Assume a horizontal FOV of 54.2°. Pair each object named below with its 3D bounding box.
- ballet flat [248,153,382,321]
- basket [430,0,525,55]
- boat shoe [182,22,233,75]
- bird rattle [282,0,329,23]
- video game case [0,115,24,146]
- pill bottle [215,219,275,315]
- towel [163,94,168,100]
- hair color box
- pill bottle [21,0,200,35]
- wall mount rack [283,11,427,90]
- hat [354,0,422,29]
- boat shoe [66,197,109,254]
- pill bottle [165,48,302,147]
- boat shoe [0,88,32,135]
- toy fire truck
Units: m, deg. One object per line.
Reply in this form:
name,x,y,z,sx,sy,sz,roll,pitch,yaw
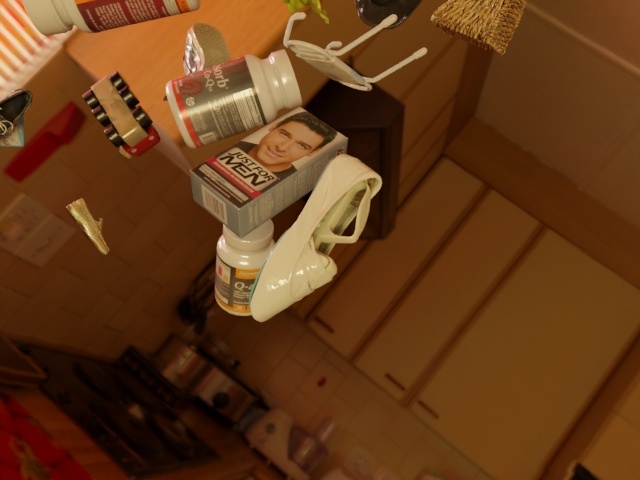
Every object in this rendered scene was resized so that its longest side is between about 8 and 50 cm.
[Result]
ballet flat,0.000,0.000,1.265,0.139,0.400,0.139,28,-15,9
basket,0.527,-0.764,2.063,0.223,0.213,0.299,29,18,20
boat shoe,-0.389,-0.566,2.229,0.187,0.156,0.500,4,51,-32
bird rattle,0.005,-0.703,1.679,0.143,0.253,0.207,27,-46,-7
video game case,-1.061,-0.368,2.045,0.166,0.119,0.015,-6,15,-39
pill bottle,-0.205,0.062,1.713,0.162,0.162,0.278,35,-43,25
towel,-0.478,-0.484,2.050,0.083,0.060,0.009,-33,-102,52
hair color box,-0.125,-0.183,1.598,0.185,0.374,0.113,38,-34,25
pill bottle,-0.510,-0.636,1.524,0.224,0.392,0.224,166,-90,-87
wall mount rack,0.085,-0.489,1.611,0.304,0.130,0.350,18,3,30
hat,0.200,-0.841,1.965,0.331,0.331,0.134,33,22,36
boat shoe,-0.700,-0.043,1.934,0.068,0.072,0.190,16,-40,55
pill bottle,-0.251,-0.424,1.851,0.210,0.363,0.210,161,-90,-88
boat shoe,-1.010,-0.386,1.978,0.079,0.254,0.095,-1,-47,50
toy fire truck,-0.535,-0.309,1.750,0.217,0.158,0.246,53,0,22
